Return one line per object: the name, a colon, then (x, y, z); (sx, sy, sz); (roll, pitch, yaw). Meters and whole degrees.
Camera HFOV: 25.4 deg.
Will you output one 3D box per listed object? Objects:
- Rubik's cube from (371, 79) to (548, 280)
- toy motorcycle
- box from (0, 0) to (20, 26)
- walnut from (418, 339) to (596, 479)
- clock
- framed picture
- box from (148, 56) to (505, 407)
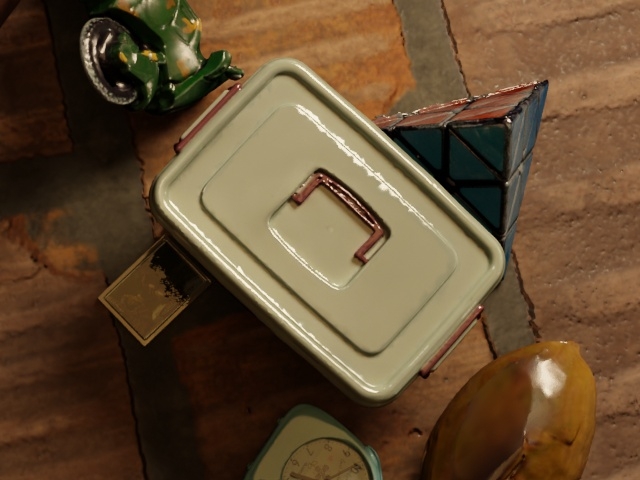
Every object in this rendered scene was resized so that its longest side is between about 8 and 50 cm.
Rubik's cube: (0.175, -0.055, 1.359); (0.190, 0.211, 0.178); (-24, 108, -34)
toy motorcycle: (-0.152, -0.228, 1.302); (0.125, 0.187, 0.274); (-15, 64, 30)
box: (-0.377, -0.284, 1.237); (0.239, 0.229, 0.339); (34, 78, -1)
walnut: (0.167, 0.196, 1.282); (0.137, 0.137, 0.245); (30, 79, -2)
clock: (0.009, 0.226, 1.299); (0.147, 0.045, 0.108); (35, 79, -1)
framed picture: (-0.154, 0.046, 1.326); (0.089, 0.006, 0.066); (-44, 88, -11)
box: (0.000, 0.000, 1.272); (0.294, 0.167, 0.193); (43, 80, 1)
